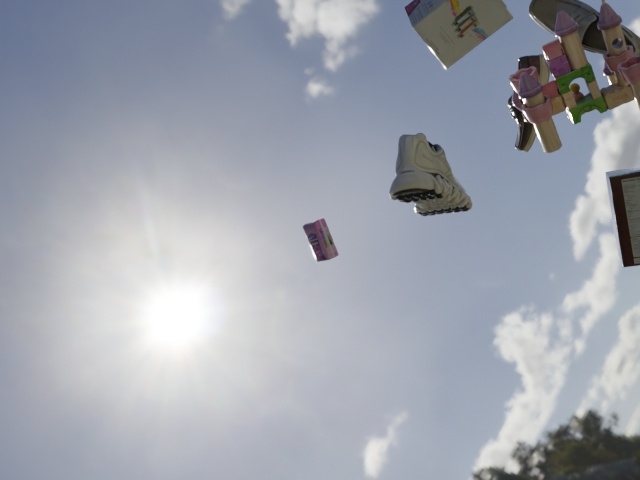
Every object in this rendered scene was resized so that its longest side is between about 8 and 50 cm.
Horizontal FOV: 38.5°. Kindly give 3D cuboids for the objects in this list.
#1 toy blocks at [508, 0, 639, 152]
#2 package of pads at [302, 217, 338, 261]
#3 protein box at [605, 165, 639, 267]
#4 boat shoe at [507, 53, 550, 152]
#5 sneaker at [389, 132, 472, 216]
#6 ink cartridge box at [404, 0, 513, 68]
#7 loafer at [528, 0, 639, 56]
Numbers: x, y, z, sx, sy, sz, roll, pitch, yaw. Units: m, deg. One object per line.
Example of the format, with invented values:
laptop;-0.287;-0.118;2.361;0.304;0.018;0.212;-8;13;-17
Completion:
toy blocks;0.563;-0.399;2.079;0.260;0.289;0.309;62;-166;-20
package of pads;0.000;0.000;1.823;0.032;0.050;0.083;-24;-86;-32
protein box;0.721;-0.061;2.042;0.200;0.136;0.201;-26;-74;-73
boat shoe;0.555;-0.374;2.495;0.103;0.092;0.285;-82;-3;-53
sneaker;0.204;-0.113;1.653;0.292;0.110;0.118;24;-120;-67
ink cartridge box;0.290;-0.479;1.926;0.176;0.128;0.127;-36;-61;18
loafer;0.692;-0.560;2.399;0.112;0.319;0.111;-67;-15;16
